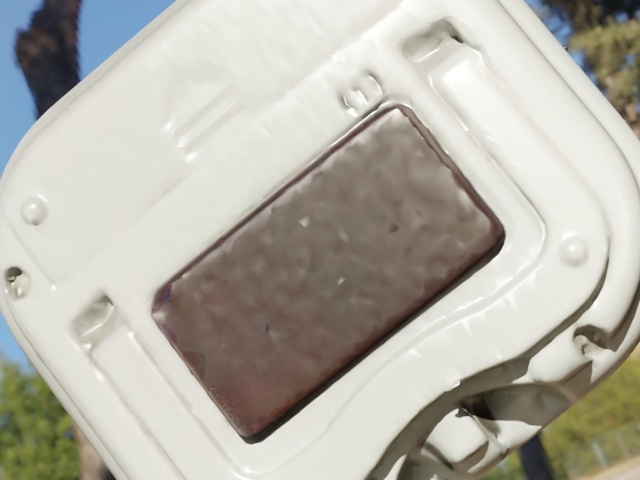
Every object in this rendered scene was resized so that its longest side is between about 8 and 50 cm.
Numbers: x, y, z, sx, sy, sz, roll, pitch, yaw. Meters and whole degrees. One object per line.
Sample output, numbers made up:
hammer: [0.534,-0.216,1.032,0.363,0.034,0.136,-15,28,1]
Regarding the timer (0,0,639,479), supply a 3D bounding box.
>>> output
timer: [0.000,0.000,0.655,0.262,0.237,0.087,-39,-11,7]
